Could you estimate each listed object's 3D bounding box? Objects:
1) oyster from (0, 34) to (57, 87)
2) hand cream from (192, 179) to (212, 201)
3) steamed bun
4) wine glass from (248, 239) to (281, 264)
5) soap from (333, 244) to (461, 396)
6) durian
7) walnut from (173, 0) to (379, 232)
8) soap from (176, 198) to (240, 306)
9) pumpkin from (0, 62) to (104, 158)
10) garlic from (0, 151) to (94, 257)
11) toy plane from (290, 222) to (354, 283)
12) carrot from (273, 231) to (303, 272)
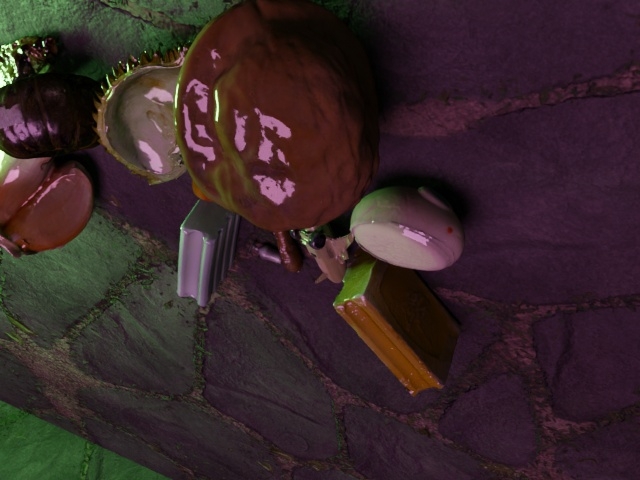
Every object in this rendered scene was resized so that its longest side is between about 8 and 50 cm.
[{"bbox_3d":[-0.675,-0.376,1.794,0.345,0.078,0.128,-10,120,43],"label":"oyster"},{"bbox_3d":[-0.208,-0.217,1.674,0.140,0.089,0.314,28,136,21],"label":"hand cream"},{"bbox_3d":[0.175,-0.031,1.600,0.228,0.130,0.177,13,153,33],"label":"steamed bun"},{"bbox_3d":[-0.126,0.029,1.936,0.083,0.039,0.042,23,164,4],"label":"wine glass"},{"bbox_3d":[0.173,0.164,1.780,0.091,0.199,0.315,-19,122,41],"label":"soap"},{"bbox_3d":[-0.321,-0.248,1.597,0.198,0.163,0.394,55,136,8],"label":"durian"},{"bbox_3d":[-0.060,-0.199,1.395,0.384,0.383,0.383,17,141,14],"label":"walnut"},{"bbox_3d":[-0.258,0.013,1.903,0.088,0.159,0.265,25,143,7],"label":"soap"},{"bbox_3d":[-0.562,-0.273,1.720,0.260,0.260,0.189,-5,97,36],"label":"pumpkin"},{"bbox_3d":[-0.691,-0.122,1.970,0.286,0.249,0.313,34,101,-2],"label":"garlic"},{"bbox_3d":[0.000,0.000,1.753,0.229,0.092,0.244,25,140,47],"label":"toy plane"},{"bbox_3d":[-0.088,-0.021,1.854,0.049,0.049,0.254,6,134,27],"label":"carrot"}]
